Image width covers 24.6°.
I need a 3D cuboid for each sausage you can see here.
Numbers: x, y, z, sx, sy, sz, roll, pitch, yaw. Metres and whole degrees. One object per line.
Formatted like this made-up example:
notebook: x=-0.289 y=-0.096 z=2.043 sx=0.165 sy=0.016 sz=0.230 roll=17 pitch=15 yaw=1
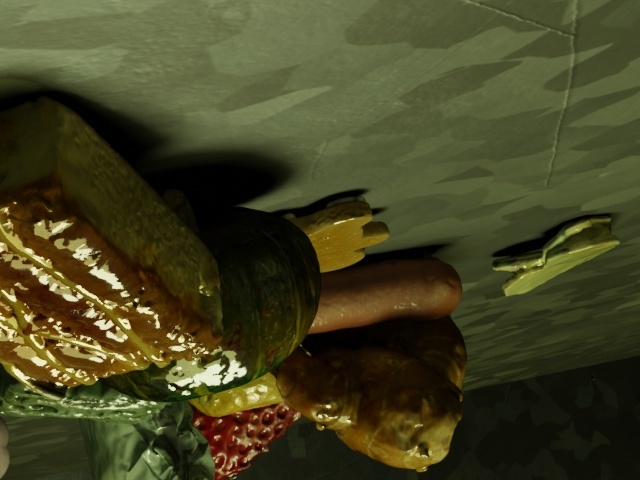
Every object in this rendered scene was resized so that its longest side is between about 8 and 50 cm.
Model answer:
sausage: x=-0.006 y=0.082 z=1.916 sx=0.419 sy=0.094 sz=0.094 roll=-8 pitch=-174 yaw=-24

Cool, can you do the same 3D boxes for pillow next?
pillow: x=-0.270 y=0.286 z=2.143 sx=0.138 sy=0.283 sz=0.310 roll=-20 pitch=168 yaw=-26

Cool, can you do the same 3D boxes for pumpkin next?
pumpkin: x=-0.128 y=0.040 z=1.396 sx=0.260 sy=0.189 sz=0.260 roll=-14 pitch=-166 yaw=3

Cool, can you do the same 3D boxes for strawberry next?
strawberry: x=-0.161 y=0.300 z=2.574 sx=0.280 sy=0.150 sz=0.253 roll=-21 pitch=-155 yaw=28

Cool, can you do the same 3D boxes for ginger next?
ginger: x=0.067 y=0.172 z=2.026 sx=0.274 sy=0.152 sz=0.357 roll=10 pitch=-151 yaw=4

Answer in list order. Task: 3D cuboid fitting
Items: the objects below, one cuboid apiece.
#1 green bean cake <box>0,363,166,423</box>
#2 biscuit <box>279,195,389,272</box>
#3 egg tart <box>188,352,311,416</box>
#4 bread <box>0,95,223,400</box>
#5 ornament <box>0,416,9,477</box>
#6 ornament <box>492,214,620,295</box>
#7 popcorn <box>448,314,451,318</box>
green bean cake: x=-0.300 y=0.162 z=1.818 sx=0.222 sy=0.125 sz=0.227 roll=4 pitch=169 yaw=-18
biscuit: x=0.000 y=-0.002 z=1.675 sx=0.158 sy=0.035 sz=0.240 roll=-12 pitch=168 yaw=4
egg tart: x=-0.105 y=0.195 z=2.243 sx=0.319 sy=0.128 sz=0.319 roll=-14 pitch=170 yaw=-2
bread: x=-0.213 y=0.017 z=1.155 sx=0.184 sy=0.114 sz=0.275 roll=-17 pitch=145 yaw=15
ornament: x=-0.549 y=0.306 z=2.143 sx=0.177 sy=0.177 sz=0.177 roll=-13 pitch=168 yaw=-3
ornament: x=0.364 y=0.017 z=2.131 sx=0.180 sy=0.059 sz=0.201 roll=-8 pitch=165 yaw=-40
popcorn: x=0.104 y=0.170 z=2.258 sx=0.168 sy=0.173 sz=0.195 roll=-15 pitch=-154 yaw=43
